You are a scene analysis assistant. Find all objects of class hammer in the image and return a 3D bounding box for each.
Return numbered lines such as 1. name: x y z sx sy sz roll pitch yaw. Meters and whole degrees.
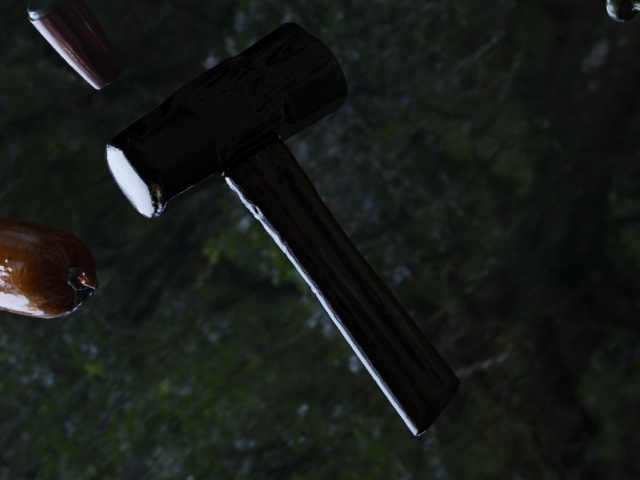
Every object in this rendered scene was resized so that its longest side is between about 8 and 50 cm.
1. hammer: 0.000 0.000 1.626 0.242 0.095 0.409 -31 -106 -23

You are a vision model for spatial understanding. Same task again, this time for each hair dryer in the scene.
1. hair dryer: -0.260 -0.217 1.737 0.106 0.054 0.154 54 172 -31

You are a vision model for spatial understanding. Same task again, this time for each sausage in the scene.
1. sausage: -0.247 0.016 1.300 0.071 0.234 0.071 -12 -74 -47

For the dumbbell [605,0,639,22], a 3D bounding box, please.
1. dumbbell: 0.294 -0.191 1.416 0.118 0.052 0.046 23 -173 29
